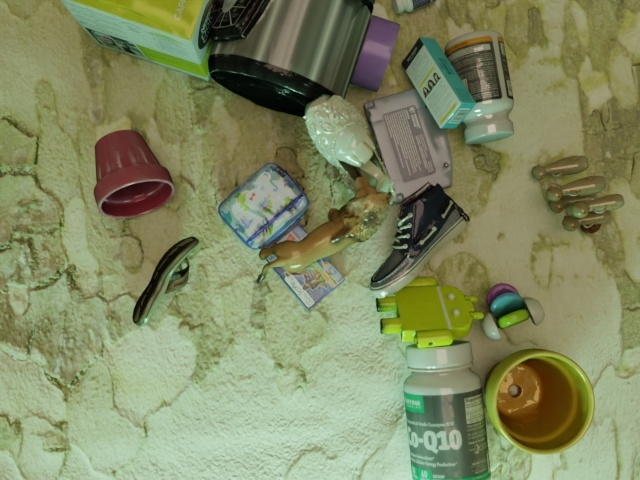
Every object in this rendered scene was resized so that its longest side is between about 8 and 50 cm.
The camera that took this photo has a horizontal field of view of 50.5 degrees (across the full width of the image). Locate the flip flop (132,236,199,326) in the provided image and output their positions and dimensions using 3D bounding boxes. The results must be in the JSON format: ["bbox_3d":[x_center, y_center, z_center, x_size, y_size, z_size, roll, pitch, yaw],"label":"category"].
[{"bbox_3d":[-0.403,0.112,1.815,0.080,0.112,0.277,32,83,-26],"label":"flip flop"}]

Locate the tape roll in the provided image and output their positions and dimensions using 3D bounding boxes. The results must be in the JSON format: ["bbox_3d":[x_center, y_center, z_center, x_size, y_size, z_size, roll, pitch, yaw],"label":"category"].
[{"bbox_3d":[0.145,-0.501,1.826,0.080,0.189,0.189,17,86,-3],"label":"tape roll"}]

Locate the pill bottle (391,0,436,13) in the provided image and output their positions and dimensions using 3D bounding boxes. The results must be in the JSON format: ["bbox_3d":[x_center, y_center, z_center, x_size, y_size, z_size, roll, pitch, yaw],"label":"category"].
[{"bbox_3d":[0.263,-0.682,1.904,0.120,0.067,0.067,-23,88,-4],"label":"pill bottle"}]

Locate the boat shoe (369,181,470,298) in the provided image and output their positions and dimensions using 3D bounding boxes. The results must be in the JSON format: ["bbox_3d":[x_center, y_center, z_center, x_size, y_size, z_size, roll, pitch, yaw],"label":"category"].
[{"bbox_3d":[0.230,-0.010,1.815,0.340,0.127,0.158,-43,111,-13],"label":"boat shoe"}]

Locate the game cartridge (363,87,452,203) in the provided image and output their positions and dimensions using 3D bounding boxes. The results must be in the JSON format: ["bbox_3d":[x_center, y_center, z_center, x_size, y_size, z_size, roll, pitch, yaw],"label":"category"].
[{"bbox_3d":[0.254,-0.268,1.885,0.196,0.060,0.294,-17,87,0],"label":"game cartridge"}]

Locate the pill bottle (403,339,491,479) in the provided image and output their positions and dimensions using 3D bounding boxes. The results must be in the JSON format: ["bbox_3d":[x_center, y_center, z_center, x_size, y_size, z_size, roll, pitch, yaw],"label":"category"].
[{"bbox_3d":[0.324,0.449,1.766,0.204,0.204,0.361,-5,86,-3],"label":"pill bottle"}]

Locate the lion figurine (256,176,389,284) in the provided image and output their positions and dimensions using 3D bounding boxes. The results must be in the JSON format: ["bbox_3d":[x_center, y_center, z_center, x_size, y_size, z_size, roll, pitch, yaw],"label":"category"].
[{"bbox_3d":[0.000,0.000,1.722,0.392,0.240,0.142,-38,96,-5],"label":"lion figurine"}]

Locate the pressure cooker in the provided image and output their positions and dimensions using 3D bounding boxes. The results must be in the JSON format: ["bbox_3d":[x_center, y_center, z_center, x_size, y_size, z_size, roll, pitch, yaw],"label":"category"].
[{"bbox_3d":[-0.065,-0.557,1.732,0.370,0.375,0.420,19,90,1],"label":"pressure cooker"}]

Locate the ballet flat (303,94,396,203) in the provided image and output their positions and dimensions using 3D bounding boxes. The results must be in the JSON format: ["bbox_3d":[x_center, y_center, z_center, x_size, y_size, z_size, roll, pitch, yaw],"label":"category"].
[{"bbox_3d":[0.101,-0.212,1.713,0.147,0.409,0.147,-12,58,20],"label":"ballet flat"}]

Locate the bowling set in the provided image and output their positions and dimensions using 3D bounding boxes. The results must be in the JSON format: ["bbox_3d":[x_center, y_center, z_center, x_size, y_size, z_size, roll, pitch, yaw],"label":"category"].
[{"bbox_3d":[0.689,-0.084,1.835,0.154,0.287,0.199,-13,120,3],"label":"bowling set"}]

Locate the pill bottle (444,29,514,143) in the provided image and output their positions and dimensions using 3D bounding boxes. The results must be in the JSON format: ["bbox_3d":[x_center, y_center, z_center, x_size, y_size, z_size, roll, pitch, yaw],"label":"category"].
[{"bbox_3d":[0.436,-0.413,1.846,0.162,0.162,0.278,-8,87,-3],"label":"pill bottle"}]

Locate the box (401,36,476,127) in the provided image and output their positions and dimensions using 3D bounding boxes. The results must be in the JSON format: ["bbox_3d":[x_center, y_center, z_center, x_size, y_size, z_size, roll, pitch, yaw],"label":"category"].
[{"bbox_3d":[0.314,-0.424,1.825,0.060,0.100,0.244,-6,60,-34],"label":"box"}]

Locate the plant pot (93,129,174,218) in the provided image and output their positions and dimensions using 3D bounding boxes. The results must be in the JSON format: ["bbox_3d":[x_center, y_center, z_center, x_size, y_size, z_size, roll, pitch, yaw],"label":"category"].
[{"bbox_3d":[-0.506,-0.182,1.788,0.201,0.201,0.180,-21,72,-4],"label":"plant pot"}]

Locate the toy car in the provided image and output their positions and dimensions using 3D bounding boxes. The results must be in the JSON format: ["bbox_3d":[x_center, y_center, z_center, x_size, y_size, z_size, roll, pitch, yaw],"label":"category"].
[{"bbox_3d":[0.497,0.178,1.805,0.159,0.182,0.136,-23,83,11],"label":"toy car"}]

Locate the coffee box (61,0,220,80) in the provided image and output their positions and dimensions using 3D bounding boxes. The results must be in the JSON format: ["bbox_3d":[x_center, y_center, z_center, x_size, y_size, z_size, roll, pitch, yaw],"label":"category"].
[{"bbox_3d":[-0.407,-0.658,1.741,0.338,0.334,0.337,19,86,-1],"label":"coffee box"}]

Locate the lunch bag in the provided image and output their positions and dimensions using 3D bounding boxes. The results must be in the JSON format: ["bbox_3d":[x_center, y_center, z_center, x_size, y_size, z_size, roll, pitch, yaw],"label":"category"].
[{"bbox_3d":[-0.150,-0.089,1.840,0.219,0.090,0.176,-39,91,-3],"label":"lunch bag"}]

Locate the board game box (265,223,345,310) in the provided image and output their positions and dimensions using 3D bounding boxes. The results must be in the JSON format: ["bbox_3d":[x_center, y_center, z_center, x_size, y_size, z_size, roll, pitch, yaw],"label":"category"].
[{"bbox_3d":[-0.047,0.074,1.858,0.136,0.035,0.201,-39,88,-4],"label":"board game box"}]

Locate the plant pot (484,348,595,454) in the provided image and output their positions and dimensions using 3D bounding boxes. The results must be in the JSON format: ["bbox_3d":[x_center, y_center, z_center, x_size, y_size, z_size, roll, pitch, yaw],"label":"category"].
[{"bbox_3d":[0.537,0.402,1.760,0.254,0.239,0.253,0,86,-2],"label":"plant pot"}]

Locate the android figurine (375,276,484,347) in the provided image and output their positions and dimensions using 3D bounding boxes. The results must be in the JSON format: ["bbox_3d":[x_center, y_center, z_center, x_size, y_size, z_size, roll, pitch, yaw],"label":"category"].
[{"bbox_3d":[0.287,0.187,1.787,0.273,0.248,0.056,-3,127,0],"label":"android figurine"}]
